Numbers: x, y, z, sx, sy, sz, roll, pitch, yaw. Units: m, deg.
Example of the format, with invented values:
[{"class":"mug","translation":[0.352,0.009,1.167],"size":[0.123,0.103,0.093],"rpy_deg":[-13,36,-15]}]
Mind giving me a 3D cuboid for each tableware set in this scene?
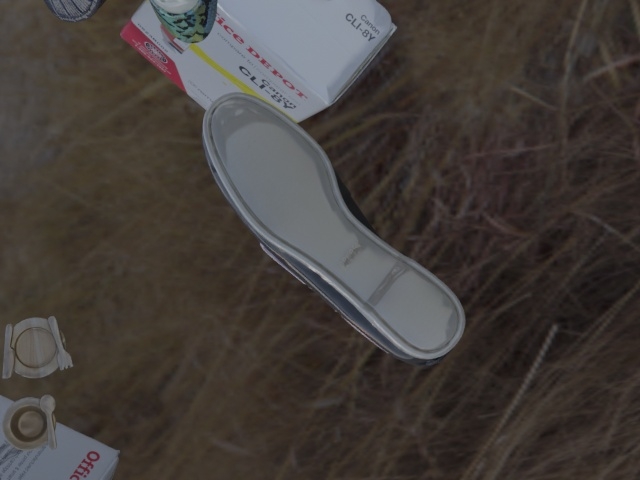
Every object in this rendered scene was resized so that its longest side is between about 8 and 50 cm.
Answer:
[{"class":"tableware set","translation":[-0.344,0.152,1.256],"size":[0.020,0.168,0.141],"rpy_deg":[115,151,-78]}]

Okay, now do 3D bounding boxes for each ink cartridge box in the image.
[{"class":"ink cartridge box","translation":[-0.104,-0.303,1.712],"size":[0.160,0.279,0.384],"rpy_deg":[-53,13,-16]},{"class":"ink cartridge box","translation":[-0.477,0.344,1.706],"size":[0.307,0.223,0.129],"rpy_deg":[24,123,5]}]

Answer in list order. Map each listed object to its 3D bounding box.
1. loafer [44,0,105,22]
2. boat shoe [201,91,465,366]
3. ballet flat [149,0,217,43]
[{"class":"loafer","translation":[-0.305,-0.386,1.660],"size":[0.109,0.095,0.302],"rpy_deg":[58,151,-8]},{"class":"boat shoe","translation":[0.000,0.000,1.187],"size":[0.335,0.112,0.095],"rpy_deg":[46,159,1]},{"class":"ballet flat","translation":[-0.123,-0.242,0.962],"size":[0.070,0.070,0.188],"rpy_deg":[21,127,41]}]
